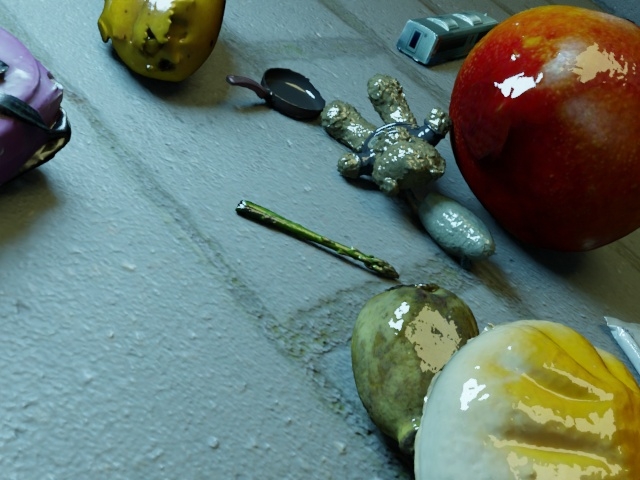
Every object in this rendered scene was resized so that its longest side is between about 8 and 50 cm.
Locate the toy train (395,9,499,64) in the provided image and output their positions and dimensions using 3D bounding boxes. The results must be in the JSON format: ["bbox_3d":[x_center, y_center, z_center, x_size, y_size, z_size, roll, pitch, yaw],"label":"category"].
[{"bbox_3d":[0.313,-0.476,1.806,0.086,0.089,0.409,36,35,19],"label":"toy train"}]

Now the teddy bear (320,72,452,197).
[{"bbox_3d":[0.113,-0.149,1.199,0.129,0.182,0.251,45,15,-38],"label":"teddy bear"}]

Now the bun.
[{"bbox_3d":[0.231,0.205,0.704,0.299,0.165,0.298,24,53,-36],"label":"bun"}]

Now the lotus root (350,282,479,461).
[{"bbox_3d":[0.099,0.134,0.824,0.139,0.138,0.214,21,47,-12],"label":"lotus root"}]

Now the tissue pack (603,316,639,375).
[{"bbox_3d":[0.495,0.188,1.125,0.123,0.026,0.193,9,39,-27],"label":"tissue pack"}]

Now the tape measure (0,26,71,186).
[{"bbox_3d":[-0.389,-0.143,0.802,0.245,0.149,0.231,26,35,-6],"label":"tape measure"}]

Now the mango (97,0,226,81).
[{"bbox_3d":[-0.229,-0.353,1.164,0.153,0.201,0.287,30,40,-35],"label":"mango"}]

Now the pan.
[{"bbox_3d":[-0.076,-0.233,1.243,0.212,0.040,0.115,-8,49,-51],"label":"pan"}]

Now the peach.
[{"bbox_3d":[0.368,-0.174,1.192,0.389,0.388,0.388,19,35,-14],"label":"peach"}]

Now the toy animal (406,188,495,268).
[{"bbox_3d":[0.175,-0.044,1.175,0.079,0.070,0.253,48,3,-42],"label":"toy animal"}]

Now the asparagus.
[{"bbox_3d":[0.000,0.000,1.016,0.233,0.023,0.022,24,79,-7],"label":"asparagus"}]
